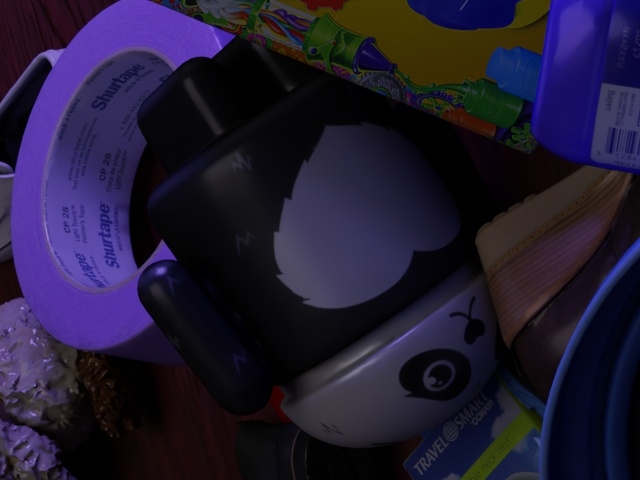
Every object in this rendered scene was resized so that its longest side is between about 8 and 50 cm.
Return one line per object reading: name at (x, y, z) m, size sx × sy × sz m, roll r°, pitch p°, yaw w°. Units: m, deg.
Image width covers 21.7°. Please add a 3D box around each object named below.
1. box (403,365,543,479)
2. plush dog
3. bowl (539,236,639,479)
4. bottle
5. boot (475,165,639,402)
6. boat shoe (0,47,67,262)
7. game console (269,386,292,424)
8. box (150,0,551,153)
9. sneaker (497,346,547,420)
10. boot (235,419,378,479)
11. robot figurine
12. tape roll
box at (0.131, 0.165, 1.107) m, size 0.178 × 0.042 × 0.109 m, roll 54°, pitch 123°, yaw 28°
plush dog at (-0.267, 0.149, 1.404) m, size 0.262 × 0.210 × 0.225 m, roll 24°, pitch 80°, yaw 39°
bowl at (0.306, 0.129, 0.829) m, size 0.391 × 0.077 × 0.391 m, roll 9°, pitch 111°, yaw 24°
bottle at (0.257, -0.079, 0.874) m, size 0.282 × 0.092 × 0.118 m, roll 10°, pitch 115°, yaw 10°
boot at (0.229, 0.026, 0.969) m, size 0.248 × 0.090 × 0.207 m, roll -35°, pitch 71°, yaw 18°
boat shoe at (-0.268, -0.076, 1.451) m, size 0.258 × 0.084 × 0.095 m, roll -53°, pitch 57°, yaw 30°
game console at (0.015, 0.061, 1.235) m, size 0.144 × 0.085 × 0.124 m, roll -18°, pitch 109°, yaw 42°
box at (0.055, -0.251, 0.990) m, size 0.279 × 0.177 × 0.290 m, roll 21°, pitch 110°, yaw -3°
sneaker at (0.184, 0.097, 1.038) m, size 0.188 × 0.067 × 0.078 m, roll 41°, pitch 123°, yaw 38°
boot at (-0.004, 0.224, 1.231) m, size 0.137 × 0.077 × 0.198 m, roll -4°, pitch 92°, yaw 60°
robot figurine at (0.002, -0.002, 1.066) m, size 0.209 × 0.173 × 0.278 m, roll -34°, pitch 92°, yaw 9°
tape roll at (-0.124, -0.045, 1.277) m, size 0.274 × 0.090 × 0.275 m, roll -15°, pitch 69°, yaw 45°
